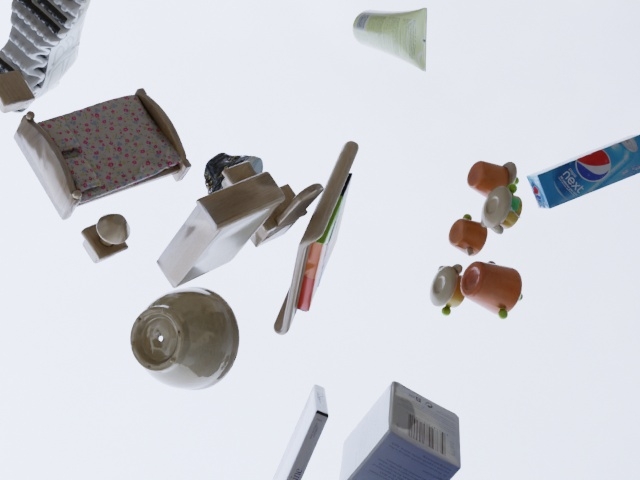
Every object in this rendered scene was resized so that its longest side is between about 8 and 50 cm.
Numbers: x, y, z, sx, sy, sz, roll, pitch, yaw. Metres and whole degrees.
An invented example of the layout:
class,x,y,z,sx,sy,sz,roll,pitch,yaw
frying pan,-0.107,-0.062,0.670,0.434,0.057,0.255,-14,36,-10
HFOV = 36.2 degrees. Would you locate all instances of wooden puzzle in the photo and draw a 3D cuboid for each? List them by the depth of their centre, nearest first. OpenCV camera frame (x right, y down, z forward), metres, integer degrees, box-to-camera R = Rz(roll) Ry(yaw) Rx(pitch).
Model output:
class,x,y,z,sx,sy,sz,roll,pitch,yaw
wooden puzzle,0.000,0.000,1.456,0.044,0.238,0.221,21,-132,2

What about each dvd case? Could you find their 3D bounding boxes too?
class,x,y,z,sx,sy,sz,roll,pitch,yaw
dvd case,-0.049,0.347,1.448,0.022,0.253,0.180,23,-177,-3

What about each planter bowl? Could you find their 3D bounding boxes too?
class,x,y,z,sx,sy,sz,roll,pitch,yaw
planter bowl,-0.220,0.149,1.485,0.109,0.162,0.162,9,-125,-64

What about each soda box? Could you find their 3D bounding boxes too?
class,x,y,z,sx,sy,sz,roll,pitch,yaw
soda box,0.487,-0.125,1.768,0.071,0.210,0.067,-151,39,-85

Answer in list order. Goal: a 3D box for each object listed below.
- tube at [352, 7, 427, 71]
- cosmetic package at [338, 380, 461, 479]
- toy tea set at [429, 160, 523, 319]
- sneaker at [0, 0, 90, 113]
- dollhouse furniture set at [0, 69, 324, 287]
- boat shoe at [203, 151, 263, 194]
class,x,y,z,sx,sy,sz,roll,pitch,yaw
tube,0.118,-0.323,1.535,0.070,0.062,0.240,45,178,-23
cosmetic package,0.144,0.391,1.785,0.151,0.183,0.151,31,-153,-10
toy tea set,0.344,0.002,1.930,0.124,0.200,0.336,20,-96,-24
sneaker,-0.425,-0.330,1.546,0.110,0.292,0.118,48,-142,7
dollhouse furniture set,-0.206,-0.143,1.300,0.303,0.174,0.355,-25,-103,-40
boat shoe,-0.172,-0.085,1.670,0.183,0.083,0.065,-57,-31,-44
